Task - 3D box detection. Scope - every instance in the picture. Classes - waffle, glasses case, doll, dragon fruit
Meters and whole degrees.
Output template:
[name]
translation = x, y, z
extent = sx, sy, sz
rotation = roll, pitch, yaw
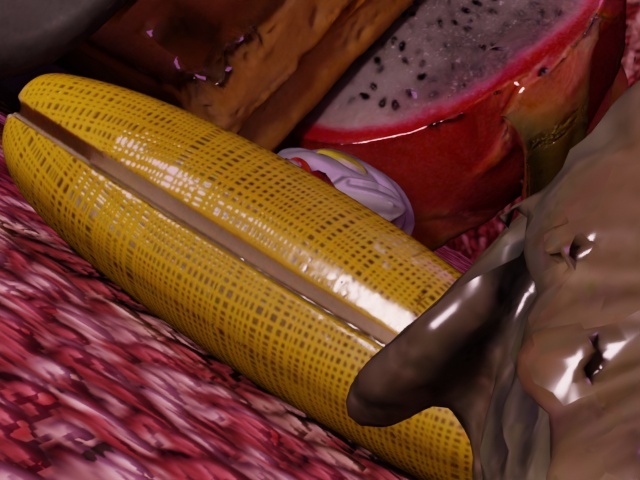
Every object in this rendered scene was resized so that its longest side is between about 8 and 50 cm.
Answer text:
[waffle]
translation = -0.109, -0.185, 1.162
extent = 0.327, 0.224, 0.098
rotation = 28, -24, 33
[glasses case]
translation = -0.007, 0.014, 0.613
extent = 0.234, 0.064, 0.079
rotation = 31, 2, 31
[doll]
translation = -0.010, -0.017, 1.063
extent = 0.094, 0.079, 0.180
rotation = -11, -19, 40
[dragon fruit]
translation = 0.059, -0.109, 1.257
extent = 0.305, 0.305, 0.226
rotation = 31, -24, 29

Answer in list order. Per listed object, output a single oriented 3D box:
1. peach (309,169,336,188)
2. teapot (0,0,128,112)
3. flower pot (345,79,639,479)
[peach]
translation = 0.000, 0.000, 0.986
extent = 0.077, 0.050, 0.083
rotation = 53, 3, -25
[teapot]
translation = -0.196, -0.193, 0.972
extent = 0.305, 0.223, 0.285
rotation = 23, 0, -42
[flower pot]
translation = 0.165, 0.040, 0.395
extent = 0.302, 0.213, 0.302
rotation = 30, 3, -2
